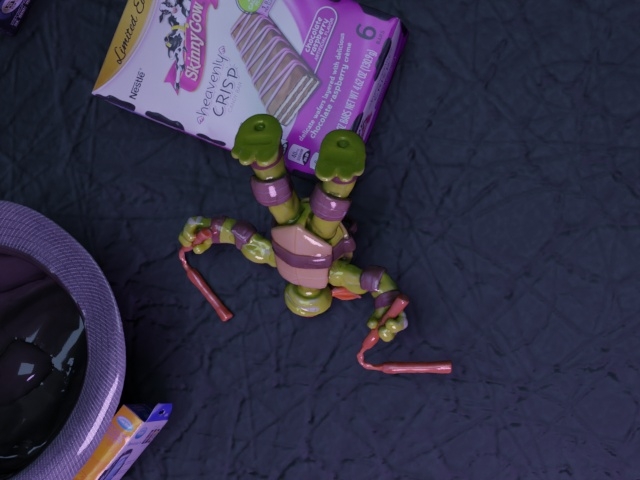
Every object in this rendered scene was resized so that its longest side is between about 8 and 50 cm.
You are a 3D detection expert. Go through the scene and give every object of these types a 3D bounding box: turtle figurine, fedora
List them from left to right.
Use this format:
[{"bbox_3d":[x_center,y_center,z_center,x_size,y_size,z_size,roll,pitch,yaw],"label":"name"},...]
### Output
[{"bbox_3d":[-0.265,0.102,1.472,0.243,0.124,0.275,33,100,15],"label":"fedora"},{"bbox_3d":[0.000,0.000,1.421,0.269,0.217,0.087,24,51,21],"label":"turtle figurine"}]

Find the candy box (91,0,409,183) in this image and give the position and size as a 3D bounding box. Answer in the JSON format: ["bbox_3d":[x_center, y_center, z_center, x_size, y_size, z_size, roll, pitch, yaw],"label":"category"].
[{"bbox_3d":[-0.061,-0.155,1.485,0.233,0.071,0.159,21,90,11],"label":"candy box"}]

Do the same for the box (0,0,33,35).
[{"bbox_3d":[-0.328,-0.293,1.539,0.180,0.077,0.147,29,91,11],"label":"box"}]

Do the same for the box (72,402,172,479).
[{"bbox_3d":[-0.183,0.188,1.476,0.028,0.081,0.136,38,92,10],"label":"box"}]
